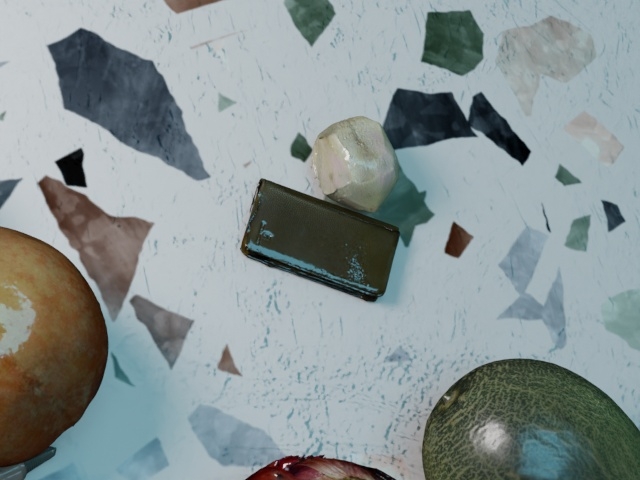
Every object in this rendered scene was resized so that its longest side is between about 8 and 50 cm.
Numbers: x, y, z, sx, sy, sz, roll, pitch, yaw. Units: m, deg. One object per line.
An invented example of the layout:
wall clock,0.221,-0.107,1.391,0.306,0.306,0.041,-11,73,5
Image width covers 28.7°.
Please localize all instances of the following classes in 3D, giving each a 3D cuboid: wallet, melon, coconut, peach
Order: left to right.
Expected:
peach,-0.350,0.117,1.342,0.252,0.252,0.253,6,71,-18
wallet,0.000,0.000,1.614,0.198,0.031,0.110,21,68,-12
coconut,0.047,-0.092,1.621,0.110,0.110,0.125,-14,72,-23
melon,0.271,0.286,1.502,0.329,0.248,0.249,41,64,-11

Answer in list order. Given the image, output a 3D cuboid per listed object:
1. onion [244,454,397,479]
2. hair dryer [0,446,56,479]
onion,0.006,0.368,1.387,0.276,0.276,0.276,6,71,-18
hair dryer,-0.391,0.300,1.374,0.220,0.053,0.195,-7,76,-29
